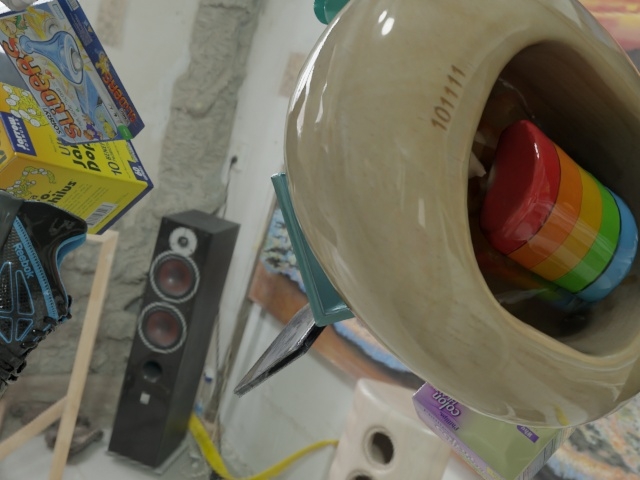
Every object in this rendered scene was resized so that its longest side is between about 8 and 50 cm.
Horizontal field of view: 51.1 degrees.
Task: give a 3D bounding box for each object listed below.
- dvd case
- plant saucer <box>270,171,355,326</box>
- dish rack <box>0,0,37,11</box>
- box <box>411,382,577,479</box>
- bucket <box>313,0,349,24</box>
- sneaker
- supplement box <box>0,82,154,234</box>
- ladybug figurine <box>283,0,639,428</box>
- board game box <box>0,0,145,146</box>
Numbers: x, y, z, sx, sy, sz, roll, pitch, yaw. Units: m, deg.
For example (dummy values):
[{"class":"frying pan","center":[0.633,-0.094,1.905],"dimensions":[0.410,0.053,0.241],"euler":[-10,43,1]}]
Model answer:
[{"class":"dvd case","center":[-0.027,0.117,0.876],"dimensions":[0.018,0.221,0.164],"euler":[43,54,-3]},{"class":"plant saucer","center":[0.000,0.000,0.772],"dimensions":[0.067,0.192,0.018],"euler":[-12,-17,-17]},{"class":"dish rack","center":[-0.218,-0.387,0.662],"dimensions":[0.072,0.285,0.333],"euler":[33,52,-8]},{"class":"box","center":[0.322,0.276,1.160],"dimensions":[0.213,0.243,0.117],"euler":[38,-18,34]},{"class":"bucket","center":[0.062,-0.362,0.811],"dimensions":[0.183,0.281,0.281],"euler":[-21,11,4]},{"class":"sneaker","center":[-0.390,0.107,0.845],"dimensions":[0.139,0.341,0.125],"euler":[13,-15,-19]},{"class":"supplement box","center":[-0.555,-0.155,1.367],"dimensions":[0.194,0.195,0.356],"euler":[60,22,19]},{"class":"ladybug figurine","center":[0.142,-0.020,0.521],"dimensions":[0.449,0.305,0.161],"euler":[31,-17,-36]},{"class":"board game box","center":[-0.342,-0.225,0.905],"dimensions":[0.136,0.201,0.035],"euler":[-1,41,27]}]
